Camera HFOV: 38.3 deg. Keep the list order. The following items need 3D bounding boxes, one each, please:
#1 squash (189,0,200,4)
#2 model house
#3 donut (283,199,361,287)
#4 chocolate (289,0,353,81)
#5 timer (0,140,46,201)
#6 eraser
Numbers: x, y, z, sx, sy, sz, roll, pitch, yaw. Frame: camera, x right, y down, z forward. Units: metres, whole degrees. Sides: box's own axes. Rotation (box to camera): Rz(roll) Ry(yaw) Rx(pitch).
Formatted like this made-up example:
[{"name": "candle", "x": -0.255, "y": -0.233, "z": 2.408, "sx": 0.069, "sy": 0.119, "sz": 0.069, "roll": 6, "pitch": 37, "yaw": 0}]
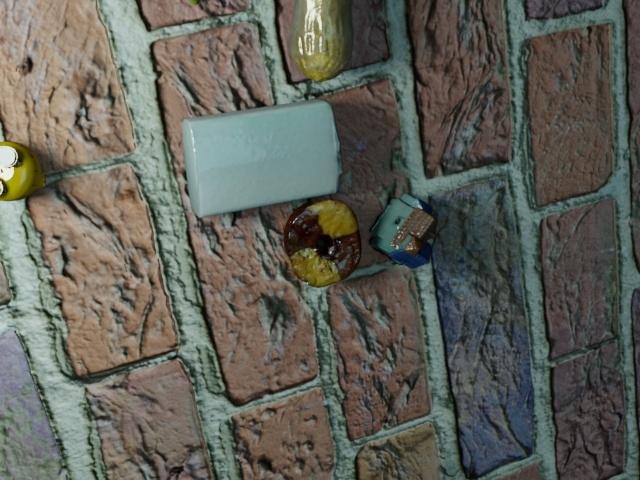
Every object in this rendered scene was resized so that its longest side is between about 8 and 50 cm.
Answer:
[{"name": "squash", "x": -0.229, "y": -0.465, "z": 1.650, "sx": 0.027, "sy": 0.027, "sz": 0.083, "roll": -8, "pitch": 110, "yaw": -21}, {"name": "model house", "x": 0.195, "y": -0.006, "z": 1.915, "sx": 0.119, "sy": 0.148, "sz": 0.148, "roll": 34, "pitch": 93, "yaw": -29}, {"name": "donut", "x": 0.000, "y": 0.000, "z": 1.874, "sx": 0.166, "sy": 0.073, "sz": 0.184, "roll": -31, "pitch": 117, "yaw": -12}, {"name": "chocolate", "x": 0.002, "y": -0.449, "z": 1.703, "sx": 0.134, "sy": 0.134, "sz": 0.309, "roll": -5, "pitch": 113, "yaw": -22}, {"name": "timer", "x": -0.538, "y": -0.119, "z": 1.604, "sx": 0.107, "sy": 0.109, "sz": 0.107, "roll": 0, "pitch": 93, "yaw": 4}, {"name": "eraser", "x": -0.109, "y": -0.158, "z": 1.759, "sx": 0.290, "sy": 0.104, "sz": 0.189, "roll": -11, "pitch": 115, "yaw": -20}]
